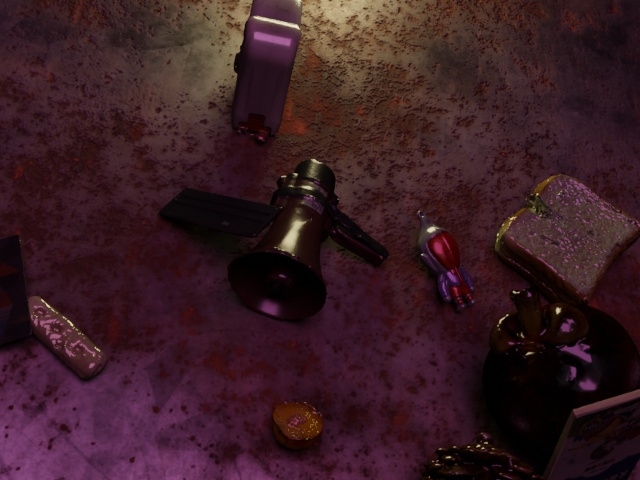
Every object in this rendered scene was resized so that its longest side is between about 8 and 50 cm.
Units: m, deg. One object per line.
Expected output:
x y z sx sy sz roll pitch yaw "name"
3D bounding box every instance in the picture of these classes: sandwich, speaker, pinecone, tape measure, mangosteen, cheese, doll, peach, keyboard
0.538 -0.005 1.785 0.249 0.095 0.273 39 60 15 "sandwich"
-0.002 -0.007 1.616 0.259 0.198 0.330 16 49 12 "speaker"
0.268 0.461 1.383 0.224 0.224 0.273 19 62 -2 "pinecone"
-0.121 -0.397 1.770 0.130 0.258 0.265 9 52 -7 "tape measure"
0.448 0.245 1.503 0.297 0.293 0.297 0 51 0 "mangosteen"
-0.471 0.175 1.475 0.194 0.043 0.065 37 55 11 "cheese"
0.258 0.038 1.704 0.102 0.075 0.228 -19 76 -38 "doll"
-0.045 0.338 1.469 0.098 0.061 0.098 13 36 -10 "peach"
-0.161 -0.052 1.562 0.381 0.041 0.103 8 44 43 "keyboard"

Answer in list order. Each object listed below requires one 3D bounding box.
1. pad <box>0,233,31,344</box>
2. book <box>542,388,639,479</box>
-0.606 0.098 1.483 0.142 0.003 0.212 -18 64 -1 "pad"
0.494 0.375 1.429 0.228 0.323 0.018 -12 43 -18 "book"
